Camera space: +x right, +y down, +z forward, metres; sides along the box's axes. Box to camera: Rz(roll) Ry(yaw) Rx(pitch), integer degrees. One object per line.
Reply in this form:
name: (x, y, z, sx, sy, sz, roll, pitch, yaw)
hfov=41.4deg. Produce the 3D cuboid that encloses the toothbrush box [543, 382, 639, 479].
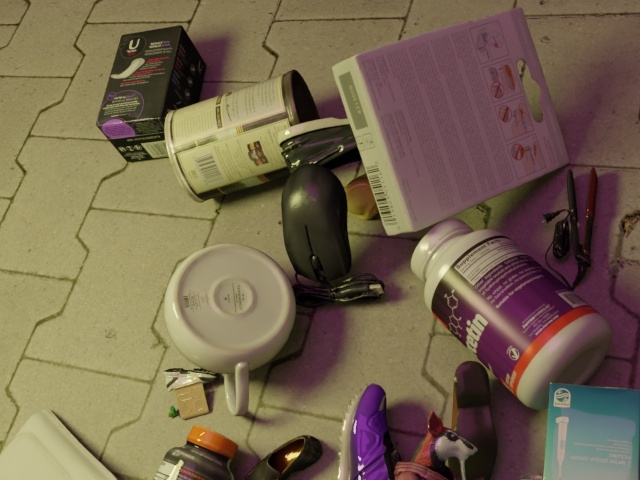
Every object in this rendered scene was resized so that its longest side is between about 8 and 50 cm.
toothbrush box: (0.376, 0.372, 1.159, 0.126, 0.216, 0.296, 2, 61, 23)

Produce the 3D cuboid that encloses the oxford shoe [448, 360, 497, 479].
oxford shoe: (0.242, 0.302, 1.351, 0.076, 0.076, 0.212, 4, 78, 6)

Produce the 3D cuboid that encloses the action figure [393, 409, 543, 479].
action figure: (0.165, 0.435, 1.227, 0.275, 0.248, 0.370, -19, 63, 35)

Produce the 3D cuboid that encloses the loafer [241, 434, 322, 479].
loafer: (-0.080, 0.383, 1.433, 0.170, 0.061, 0.062, -39, 55, -2)

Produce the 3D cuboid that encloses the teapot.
teapot: (-0.169, 0.145, 1.543, 0.252, 0.187, 0.256, 34, 58, 7)

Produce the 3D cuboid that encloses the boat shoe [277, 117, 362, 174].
boat shoe: (0.096, -0.174, 1.549, 0.340, 0.127, 0.113, -10, 81, -4)

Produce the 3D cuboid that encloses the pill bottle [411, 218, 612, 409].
pill bottle: (0.295, 0.106, 1.370, 0.181, 0.181, 0.323, -41, 54, -5)

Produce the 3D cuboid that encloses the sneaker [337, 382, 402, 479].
sneaker: (0.102, 0.378, 1.349, 0.146, 0.102, 0.293, 4, 66, 17)

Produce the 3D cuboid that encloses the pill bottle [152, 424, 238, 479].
pill bottle: (-0.227, 0.438, 1.419, 0.130, 0.130, 0.246, 15, 68, 29)

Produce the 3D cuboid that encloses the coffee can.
coffee can: (-0.149, -0.210, 1.724, 0.275, 0.201, 0.202, -15, 57, 13)

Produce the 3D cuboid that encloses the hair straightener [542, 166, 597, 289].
hair straightener: (0.433, -0.023, 1.481, 0.089, 0.047, 0.230, 1, 66, 23)

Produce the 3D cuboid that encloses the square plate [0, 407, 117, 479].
square plate: (-0.546, 0.498, 1.506, 0.344, 0.049, 0.347, 21, 72, 49)

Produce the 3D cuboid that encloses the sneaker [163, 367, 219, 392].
sneaker: (-0.241, 0.263, 1.590, 0.109, 0.040, 0.044, -2, 93, 14)

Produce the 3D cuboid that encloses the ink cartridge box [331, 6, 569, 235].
ink cartridge box: (0.238, -0.216, 1.490, 0.385, 0.308, 0.091, -23, 7, -28)

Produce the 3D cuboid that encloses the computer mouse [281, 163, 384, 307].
computer mouse: (0.000, 0.000, 1.515, 0.188, 0.272, 0.072, -6, 17, 23)

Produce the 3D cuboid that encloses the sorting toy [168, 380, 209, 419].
sorting toy: (-0.250, 0.300, 1.571, 0.083, 0.012, 0.062, -17, 84, 12)

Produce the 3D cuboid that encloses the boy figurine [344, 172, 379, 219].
boy figurine: (0.169, -0.127, 1.615, 0.285, 0.092, 0.177, -33, 55, 3)

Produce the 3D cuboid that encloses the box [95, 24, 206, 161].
box: (-0.379, -0.333, 1.926, 0.165, 0.143, 0.270, -3, 60, 18)
